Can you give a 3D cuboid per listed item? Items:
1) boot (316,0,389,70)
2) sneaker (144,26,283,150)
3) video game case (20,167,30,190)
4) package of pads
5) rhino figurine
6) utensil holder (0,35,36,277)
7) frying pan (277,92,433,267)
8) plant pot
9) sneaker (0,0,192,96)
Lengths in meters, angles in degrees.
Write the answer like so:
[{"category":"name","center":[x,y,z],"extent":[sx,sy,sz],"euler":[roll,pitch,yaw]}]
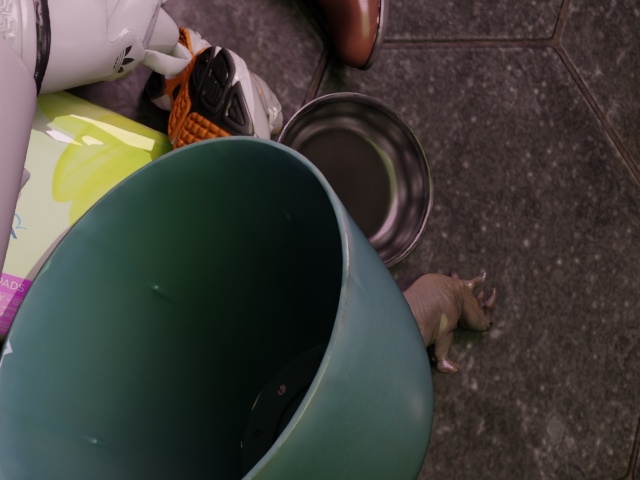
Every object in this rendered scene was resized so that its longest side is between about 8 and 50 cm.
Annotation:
[{"category":"boot","center":[-0.078,-0.296,0.871],"extent":[0.280,0.096,0.264],"euler":[-9,88,-26]},{"category":"sneaker","center":[-0.074,-0.119,0.774],"extent":[0.121,0.262,0.099],"euler":[25,107,-30]},{"category":"video game case","center":[-0.364,-0.017,0.660],"extent":[0.193,0.023,0.212],"euler":[32,82,14]},{"category":"package of pads","center":[-0.210,-0.005,0.765],"extent":[0.296,0.101,0.229],"euler":[20,76,-23]},{"category":"rhino figurine","center":[0.117,0.093,0.926],"extent":[0.243,0.073,0.106],"euler":[-20,97,-35]},{"category":"utensil holder","center":[-0.355,0.051,0.463],"extent":[0.327,0.327,0.386],"euler":[14,74,-24]},{"category":"frying pan","center":[0.027,0.002,0.907],"extent":[0.197,0.053,0.326],"euler":[10,81,-25]},{"category":"plant pot","center":[-0.050,0.110,0.627],"extent":[0.235,0.293,0.293],"euler":[45,64,-44]},{"category":"sneaker","center":[-0.264,-0.262,0.735],"extent":[0.210,0.137,0.366],"euler":[-12,61,-44]}]
